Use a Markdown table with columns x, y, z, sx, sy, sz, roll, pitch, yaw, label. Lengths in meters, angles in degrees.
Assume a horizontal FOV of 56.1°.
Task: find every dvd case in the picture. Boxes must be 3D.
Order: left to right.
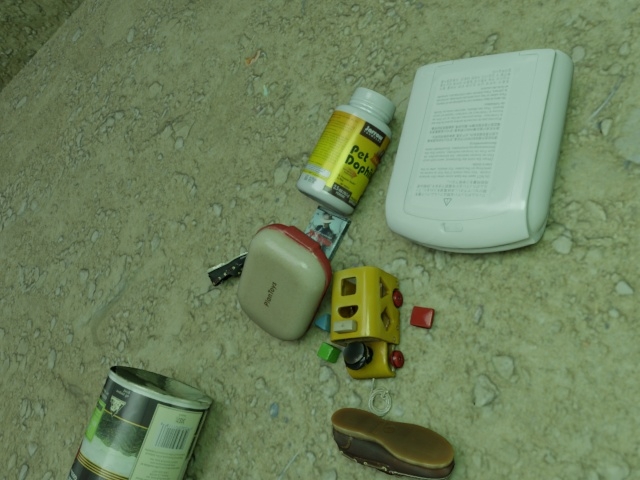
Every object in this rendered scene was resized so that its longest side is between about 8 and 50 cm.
| x | y | z | sx | sy | sz | roll | pitch | yaw | label |
| --- | --- | --- | --- | --- | --- | --- | --- | --- | --- |
| 0.000 | 0.000 | 1.131 | 0.087 | 0.013 | 0.119 | 28 | 89 | 42 | dvd case |

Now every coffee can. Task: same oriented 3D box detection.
| x | y | z | sx | sy | sz | roll | pitch | yaw | label |
| --- | --- | --- | --- | --- | --- | --- | --- | --- | --- |
| -0.341 | 0.396 | 1.107 | 0.201 | 0.201 | 0.275 | 12 | 79 | 41 | coffee can |

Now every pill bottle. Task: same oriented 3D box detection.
| x | y | z | sx | sy | sz | roll | pitch | yaw | label |
| --- | --- | --- | --- | --- | --- | --- | --- | --- | --- |
| 0.052 | -0.163 | 1.090 | 0.117 | 0.117 | 0.215 | 27 | 89 | 42 | pill bottle |

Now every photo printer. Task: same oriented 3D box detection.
| x | y | z | sx | sy | sz | roll | pitch | yaw | label |
| --- | --- | --- | --- | --- | --- | --- | --- | --- | --- |
| 0.239 | -0.131 | 0.934 | 0.256 | 0.107 | 0.307 | 4 | 74 | 40 | photo printer |

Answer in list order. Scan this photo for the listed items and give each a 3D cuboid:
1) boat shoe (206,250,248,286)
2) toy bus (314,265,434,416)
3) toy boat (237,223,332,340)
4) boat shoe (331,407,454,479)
| x | y | z | sx | sy | sz | roll | pitch | yaw | label |
| --- | --- | --- | --- | --- | --- | --- | --- | --- | --- |
| -0.171 | 0.053 | 1.227 | 0.133 | 0.049 | 0.042 | -27 | 84 | 19 | boat shoe |
| 0.065 | 0.141 | 0.957 | 0.191 | 0.104 | 0.202 | -54 | 48 | 7 | toy bus |
| -0.047 | 0.062 | 1.049 | 0.151 | 0.151 | 0.231 | 35 | 133 | 15 | toy boat |
| 0.106 | 0.308 | 0.884 | 0.207 | 0.073 | 0.073 | 8 | 114 | 44 | boat shoe |
